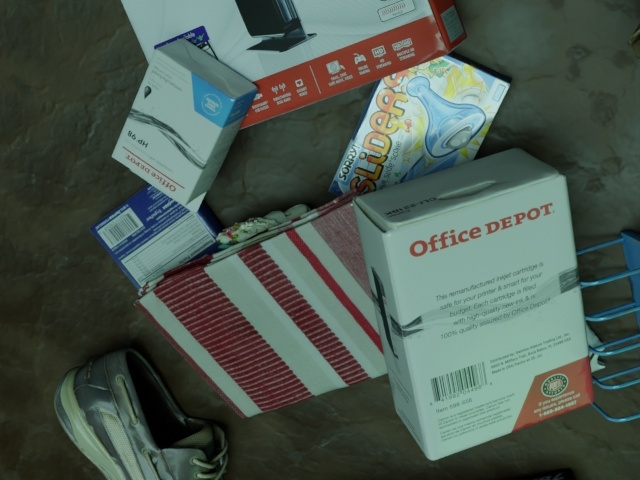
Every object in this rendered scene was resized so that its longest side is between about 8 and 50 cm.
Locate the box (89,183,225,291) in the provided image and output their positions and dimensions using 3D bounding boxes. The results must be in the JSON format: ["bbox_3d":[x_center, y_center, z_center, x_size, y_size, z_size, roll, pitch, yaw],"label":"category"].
[{"bbox_3d":[-0.164,0.035,1.329,0.136,0.036,0.225,-33,98,22],"label":"box"}]

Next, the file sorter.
[{"bbox_3d":[0.328,0.094,1.170,0.104,0.118,0.170,-17,105,-4],"label":"file sorter"}]

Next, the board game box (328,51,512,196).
[{"bbox_3d":[0.110,-0.117,1.211,0.136,0.035,0.201,25,112,4],"label":"board game box"}]

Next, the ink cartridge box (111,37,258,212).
[{"bbox_3d":[-0.155,-0.114,1.174,0.104,0.060,0.180,33,121,7],"label":"ink cartridge box"}]

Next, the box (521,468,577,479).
[{"bbox_3d":[0.203,0.456,1.322,0.293,0.073,0.296,-14,102,1],"label":"box"}]

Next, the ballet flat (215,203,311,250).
[{"bbox_3d":[0.000,0.000,1.265,0.240,0.091,0.077,12,80,5],"label":"ballet flat"}]

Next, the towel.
[{"bbox_3d":[-0.027,0.087,1.255,0.329,0.037,0.237,-23,119,29],"label":"towel"}]

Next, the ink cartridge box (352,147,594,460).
[{"bbox_3d":[0.162,0.063,1.128,0.196,0.114,0.273,-17,115,-11],"label":"ink cartridge box"}]

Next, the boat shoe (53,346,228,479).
[{"bbox_3d":[-0.188,0.289,1.372,0.130,0.132,0.355,-36,98,22],"label":"boat shoe"}]

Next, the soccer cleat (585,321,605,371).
[{"bbox_3d":[0.310,0.115,1.248,0.035,0.029,0.083,-9,109,7],"label":"soccer cleat"}]

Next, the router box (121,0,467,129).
[{"bbox_3d":[-0.055,-0.291,1.140,0.335,0.082,0.301,-17,104,28],"label":"router box"}]

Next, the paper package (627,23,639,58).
[{"bbox_3d":[0.498,-0.214,0.945,0.324,0.168,0.310,26,105,-17],"label":"paper package"}]
